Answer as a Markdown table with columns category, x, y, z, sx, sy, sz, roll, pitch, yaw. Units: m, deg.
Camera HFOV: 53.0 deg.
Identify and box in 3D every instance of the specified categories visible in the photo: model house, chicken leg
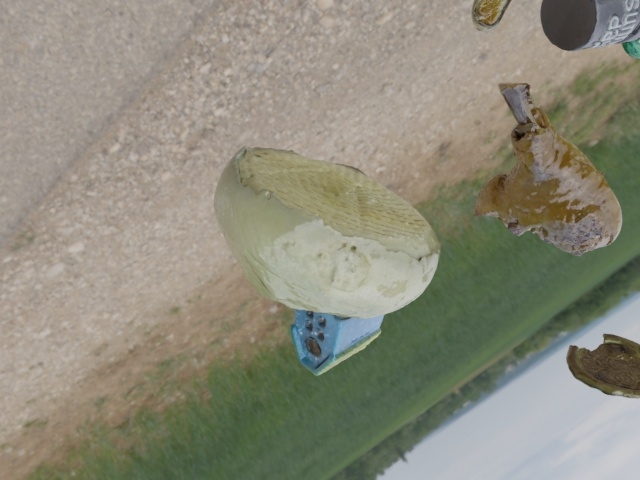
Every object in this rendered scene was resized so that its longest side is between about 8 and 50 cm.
| category | x | y | z | sx | sy | sz | roll | pitch | yaw |
| --- | --- | --- | --- | --- | --- | --- | --- | --- | --- |
| model house | 0.055 | 0.253 | 1.937 | 0.237 | 0.215 | 0.303 | -23 | 131 | -41 |
| chicken leg | 0.433 | -0.134 | 1.344 | 0.295 | 0.409 | 0.182 | -14 | -154 | 41 |

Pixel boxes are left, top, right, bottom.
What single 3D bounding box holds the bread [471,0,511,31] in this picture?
| category | x | y | z | sx | sy | sz | roll | pitch | yaw |
| --- | --- | --- | --- | --- | --- | --- | --- | --- | --- |
| bread | 0.355 | -0.506 | 1.279 | 0.053 | 0.073 | 0.214 | 105 | 8 | -79 |

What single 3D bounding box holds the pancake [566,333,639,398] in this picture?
| category | x | y | z | sx | sy | sz | roll | pitch | yaw |
| --- | --- | --- | --- | --- | --- | --- | --- | --- | --- |
| pancake | 0.701 | 0.298 | 1.517 | 0.235 | 0.212 | 0.029 | -15 | 125 | -26 |

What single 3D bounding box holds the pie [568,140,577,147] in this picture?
| category | x | y | z | sx | sy | sz | roll | pitch | yaw |
| --- | --- | --- | --- | --- | --- | --- | --- | --- | --- |
| pie | 0.801 | -0.243 | 2.286 | 0.308 | 0.085 | 0.308 | -44 | 162 | -19 |

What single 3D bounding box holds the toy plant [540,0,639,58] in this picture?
| category | x | y | z | sx | sy | sz | roll | pitch | yaw |
| --- | --- | --- | --- | --- | --- | --- | --- | --- | --- |
| toy plant | 0.673 | -0.518 | 1.397 | 0.400 | 0.280 | 0.185 | -22 | -158 | -24 |

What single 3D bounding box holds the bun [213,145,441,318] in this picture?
| category | x | y | z | sx | sy | sz | roll | pitch | yaw |
| --- | --- | --- | --- | --- | --- | --- | --- | --- | --- |
| bun | -0.003 | 0.003 | 1.008 | 0.364 | 0.364 | 0.202 | -8 | 126 | -56 |
